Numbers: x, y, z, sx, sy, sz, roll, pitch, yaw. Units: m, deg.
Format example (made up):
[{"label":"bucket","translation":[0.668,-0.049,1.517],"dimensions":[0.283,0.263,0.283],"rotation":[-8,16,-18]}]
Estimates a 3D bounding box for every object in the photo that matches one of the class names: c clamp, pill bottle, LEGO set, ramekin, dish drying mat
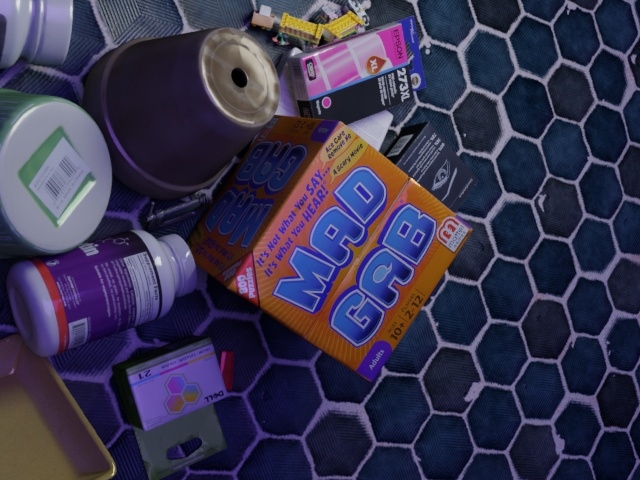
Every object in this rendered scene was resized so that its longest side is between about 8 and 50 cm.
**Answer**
[{"label":"c clamp","translation":[-0.284,-0.059,1.681],"dimensions":[0.160,0.137,0.022],"rotation":[-21,75,-35]},{"label":"pill bottle","translation":[-0.630,-0.406,1.449],"dimensions":[0.361,0.204,0.204],"rotation":[1,87,-30]},{"label":"LEGO set","translation":[-0.019,-0.461,1.891],"dimensions":[0.287,0.107,0.132],"rotation":[-14,60,-25]},{"label":"ramekin","translation":[-0.506,-0.114,1.457],"dimensions":[0.303,0.148,0.303],"rotation":[-13,105,-60]},{"label":"dish drying mat","translation":[-0.201,0.277,1.784],"dimensions":[0.032,0.008,0.083],"rotation":[5,86,-29]},{"label":"pill bottle","translation":[-0.403,0.087,1.569],"dimensions":[0.323,0.181,0.181],"rotation":[-18,97,-34]}]

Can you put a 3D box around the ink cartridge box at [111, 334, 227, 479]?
[{"label":"ink cartridge box","translation":[-0.283,0.341,1.683],"dimensions":[0.188,0.097,0.255],"rotation":[-20,97,-29]}]

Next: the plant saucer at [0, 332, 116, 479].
[{"label":"plant saucer","translation":[-0.577,0.355,1.430],"dimensions":[0.332,0.081,0.333],"rotation":[-21,63,-41]}]

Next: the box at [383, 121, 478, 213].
[{"label":"box","translation":[0.252,-0.156,2.009],"dimensions":[0.207,0.108,0.153],"rotation":[47,67,-21]}]

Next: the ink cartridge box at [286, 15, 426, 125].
[{"label":"ink cartridge box","translation":[0.103,-0.371,1.865],"dimensions":[0.371,0.069,0.176],"rotation":[-27,115,-31]}]

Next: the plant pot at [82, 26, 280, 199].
[{"label":"plant pot","translation":[-0.238,-0.266,1.584],"dimensions":[0.323,0.280,0.323],"rotation":[16,66,-41]}]

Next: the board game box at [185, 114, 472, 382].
[{"label":"board game box","translation":[0.000,0.000,1.670],"dimensions":[0.356,0.356,0.356],"rotation":[36,85,-25]}]

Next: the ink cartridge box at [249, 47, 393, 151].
[{"label":"ink cartridge box","translation":[-0.004,-0.244,1.887],"dimensions":[0.296,0.066,0.261],"rotation":[30,74,-25]}]
